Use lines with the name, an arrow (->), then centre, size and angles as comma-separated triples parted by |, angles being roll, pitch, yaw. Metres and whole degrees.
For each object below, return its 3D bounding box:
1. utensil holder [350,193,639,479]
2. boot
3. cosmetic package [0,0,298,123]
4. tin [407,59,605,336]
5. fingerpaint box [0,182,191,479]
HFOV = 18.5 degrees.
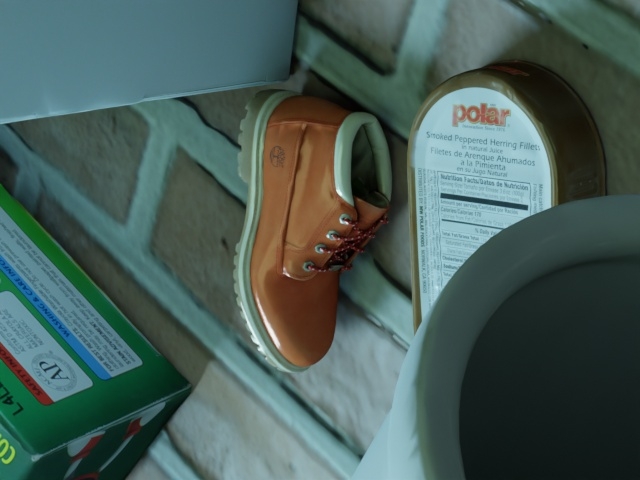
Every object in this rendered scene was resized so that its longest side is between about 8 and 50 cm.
utensil holder -> 0.119, 0.230, 0.808 | 0.327, 0.328, 0.385 | 48, 134, 26
boot -> 0.000, 0.000, 1.061 | 0.085, 0.059, 0.158 | 10, 107, 40
cosmetic package -> -0.241, -0.164, 1.099 | 0.377, 0.284, 0.097 | 24, 118, 40
tin -> 0.092, 0.006, 0.981 | 0.106, 0.040, 0.189 | 8, 107, 41
fingerpaint box -> -0.361, 0.081, 1.294 | 0.445, 0.163, 0.371 | 46, 122, 15
